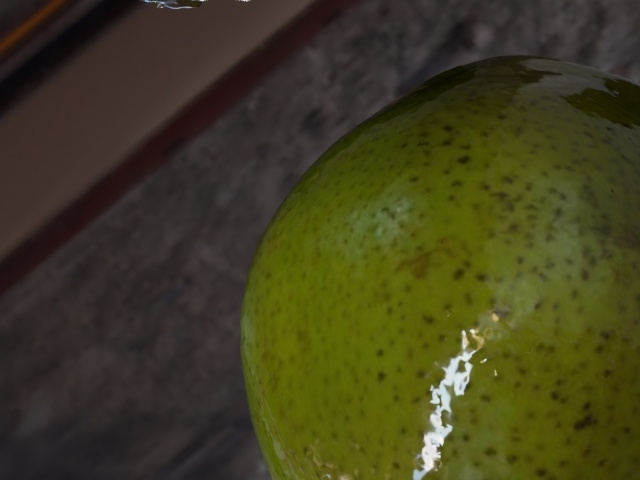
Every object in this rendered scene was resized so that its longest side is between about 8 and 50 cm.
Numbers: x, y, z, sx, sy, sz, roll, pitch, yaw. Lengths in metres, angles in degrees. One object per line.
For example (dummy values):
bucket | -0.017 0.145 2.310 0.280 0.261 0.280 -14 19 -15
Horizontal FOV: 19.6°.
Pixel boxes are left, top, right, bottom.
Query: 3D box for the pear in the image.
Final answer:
pear | 0.092 0.060 0.906 0.294 0.294 0.294 51 -179 -1

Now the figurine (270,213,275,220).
figurine | 0.000 0.000 1.501 0.083 0.067 0.071 33 162 -9

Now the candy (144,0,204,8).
candy | -0.058 -0.251 1.254 0.260 0.260 0.118 -128 25 -54
